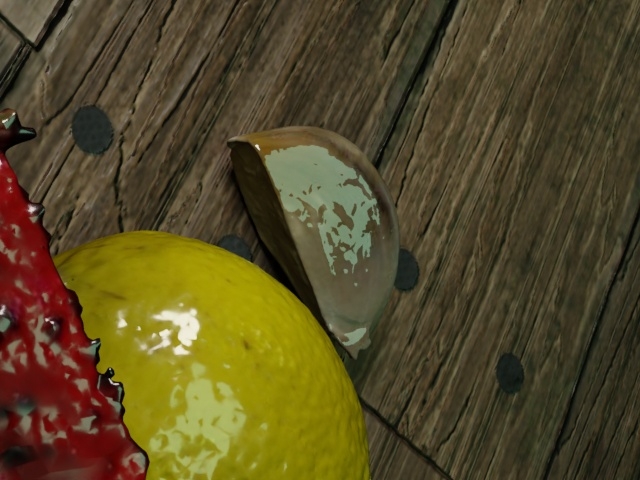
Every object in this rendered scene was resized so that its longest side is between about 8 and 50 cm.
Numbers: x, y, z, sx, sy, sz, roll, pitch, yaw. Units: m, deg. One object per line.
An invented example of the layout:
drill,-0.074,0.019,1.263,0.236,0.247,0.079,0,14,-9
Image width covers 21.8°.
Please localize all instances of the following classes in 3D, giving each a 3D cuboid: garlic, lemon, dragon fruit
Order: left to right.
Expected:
dragon fruit,-0.236,0.131,0.904,0.344,0.282,0.100,67,15,-2
lemon,-0.092,0.134,1.061,0.320,0.245,0.245,53,51,-30
garlic,0.007,-0.013,1.292,0.101,0.087,0.196,-33,108,-28
